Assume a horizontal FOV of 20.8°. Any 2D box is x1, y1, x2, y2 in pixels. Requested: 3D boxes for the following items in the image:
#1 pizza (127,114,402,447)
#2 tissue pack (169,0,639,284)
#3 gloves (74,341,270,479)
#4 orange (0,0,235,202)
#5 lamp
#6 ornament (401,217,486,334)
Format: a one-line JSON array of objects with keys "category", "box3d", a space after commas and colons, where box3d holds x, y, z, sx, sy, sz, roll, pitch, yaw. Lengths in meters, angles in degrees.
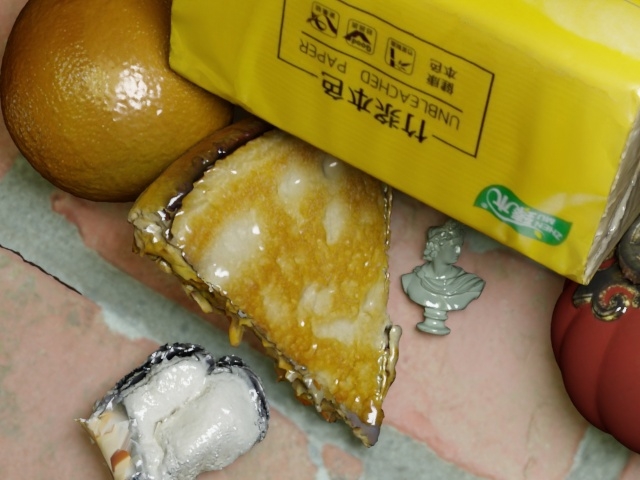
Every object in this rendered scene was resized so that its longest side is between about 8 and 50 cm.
[{"category": "pizza", "box3d": [0.000, 0.000, 1.446, 0.287, 0.074, 0.251, 50, 64, -24]}, {"category": "tissue pack", "box3d": [0.120, -0.184, 1.327, 0.382, 0.228, 0.293, 27, 47, 20]}, {"category": "gloves", "box3d": [-0.120, 0.149, 1.467, 0.153, 0.070, 0.114, -29, 72, -3]}, {"category": "orange", "box3d": [-0.169, -0.130, 1.450, 0.206, 0.206, 0.206, -1, 83, 8]}, {"category": "lamp", "box3d": [0.293, 0.072, 1.356, 0.227, 0.227, 0.227, -1, 83, 8]}, {"category": "ornament", "box3d": [0.102, 0.032, 1.466, 0.068, 0.041, 0.092, -17, 90, 11]}]
